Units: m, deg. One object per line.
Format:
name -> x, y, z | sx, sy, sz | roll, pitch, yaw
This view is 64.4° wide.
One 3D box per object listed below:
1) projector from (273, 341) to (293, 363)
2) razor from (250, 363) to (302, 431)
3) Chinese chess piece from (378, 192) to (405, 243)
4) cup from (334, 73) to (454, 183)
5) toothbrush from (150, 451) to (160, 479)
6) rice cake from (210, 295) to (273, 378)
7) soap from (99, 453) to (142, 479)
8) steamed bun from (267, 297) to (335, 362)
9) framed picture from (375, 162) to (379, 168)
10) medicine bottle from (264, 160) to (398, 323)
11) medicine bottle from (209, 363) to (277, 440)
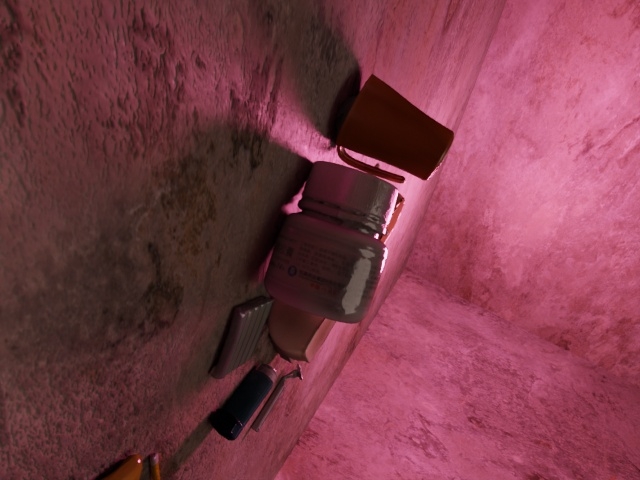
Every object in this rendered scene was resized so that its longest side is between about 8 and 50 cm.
projector -> -0.052, 0.249, 1.629 | 0.257, 0.079, 0.259 | -59, 163, -22
razor -> -0.165, 0.585, 1.894 | 0.278, 0.056, 0.111 | -48, 158, -24
Chinese chess piece -> 0.227, -0.076, 1.939 | 0.257, 0.104, 0.257 | -58, 168, -21
cup -> 0.162, -0.243, 1.213 | 0.182, 0.263, 0.226 | -59, 178, -46
toothbrush -> -0.385, 0.570, 1.193 | 0.021, 0.024, 0.288 | -50, 159, -46
rice cake -> -0.189, 0.236, 1.242 | 0.198, 0.037, 0.189 | -66, 165, 11
soap -> -0.388, 0.466, 0.958 | 0.140, 0.045, 0.089 | -27, 138, -65
steamed bun -> -0.049, 0.198, 1.396 | 0.242, 0.164, 0.146 | -56, 162, -20
framed picture -> 0.155, -0.163, 1.754 | 0.142, 0.011, 0.183 | -46, 158, -47
medicine bottle -> 0.031, 0.003, 1.169 | 0.256, 0.256, 0.325 | 13, 96, -74
medicine bottle -> -0.214, 0.457, 1.449 | 0.258, 0.079, 0.124 | -49, 159, -43
